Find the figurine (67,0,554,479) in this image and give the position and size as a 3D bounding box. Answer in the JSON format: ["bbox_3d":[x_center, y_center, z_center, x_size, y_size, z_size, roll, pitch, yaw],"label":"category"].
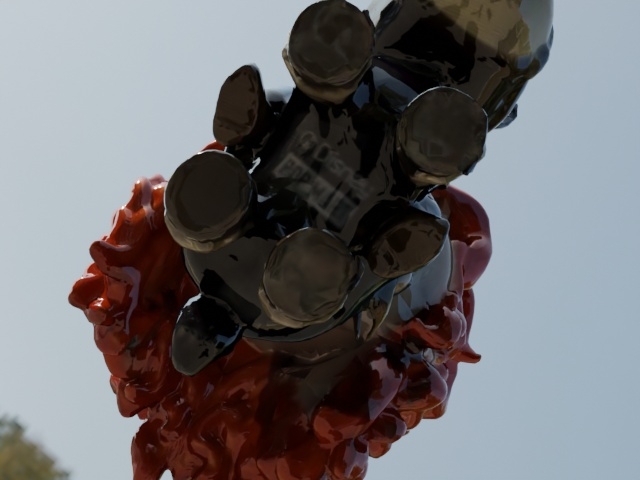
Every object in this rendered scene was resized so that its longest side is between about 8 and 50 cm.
[{"bbox_3d":[0.004,-0.009,0.914,0.241,0.306,0.412,23,-34,1],"label":"figurine"}]
